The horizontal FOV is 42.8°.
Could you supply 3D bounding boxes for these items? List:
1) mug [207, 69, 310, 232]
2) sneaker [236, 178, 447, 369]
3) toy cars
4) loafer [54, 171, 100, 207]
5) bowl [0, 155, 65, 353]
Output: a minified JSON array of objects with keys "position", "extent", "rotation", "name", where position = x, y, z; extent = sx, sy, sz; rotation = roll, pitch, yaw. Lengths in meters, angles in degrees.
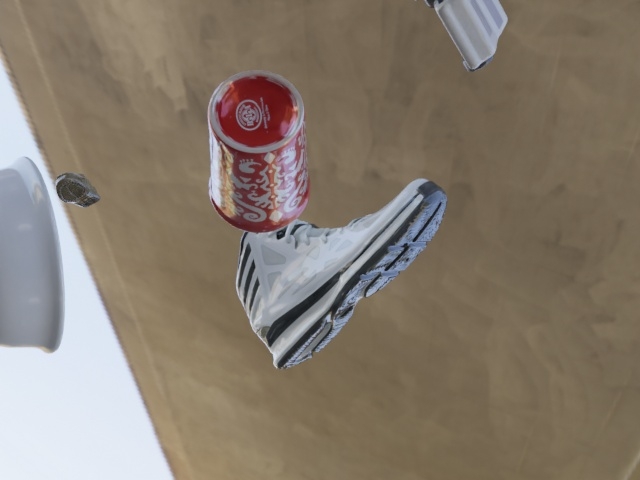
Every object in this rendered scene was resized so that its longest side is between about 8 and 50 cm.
[{"position":[-0.077,-0.103,0.843],"extent":[0.150,0.113,0.169],"rotation":[45,-16,13],"name":"mug"},{"position":[-0.001,0.000,1.441],"extent":[0.447,0.169,0.257],"rotation":[-46,-110,23],"name":"sneaker"},{"position":[0.134,-0.283,0.837],"extent":[0.087,0.394,0.176],"rotation":[-30,-106,17],"name":"toy cars"},{"position":[-0.465,-0.101,1.537],"extent":[0.050,0.056,0.148],"rotation":[58,-4,12],"name":"loafer"},{"position":[-0.474,0.031,1.176],"extent":[0.298,0.134,0.297],"rotation":[22,-63,55],"name":"bowl"}]
